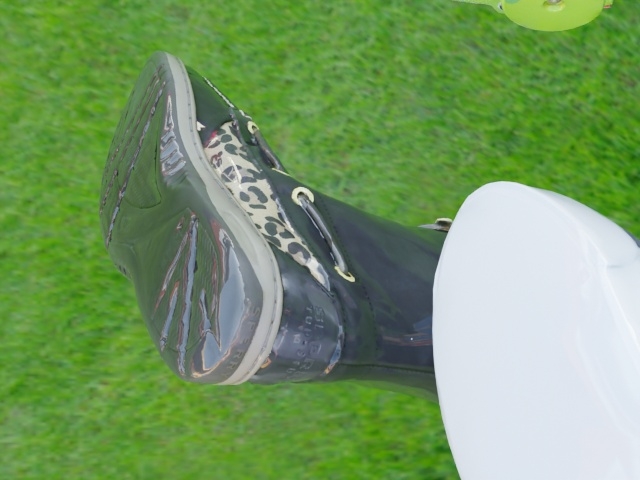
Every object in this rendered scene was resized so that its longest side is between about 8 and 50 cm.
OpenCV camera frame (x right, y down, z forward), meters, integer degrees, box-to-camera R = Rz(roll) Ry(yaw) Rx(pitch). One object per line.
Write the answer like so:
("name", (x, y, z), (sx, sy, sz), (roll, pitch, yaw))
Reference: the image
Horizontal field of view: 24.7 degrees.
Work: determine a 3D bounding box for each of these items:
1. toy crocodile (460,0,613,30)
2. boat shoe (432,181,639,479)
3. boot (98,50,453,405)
("toy crocodile", (0.214, -0.195, 0.931), (0.341, 0.105, 0.115), (-6, 64, 13))
("boat shoe", (0.134, 0.079, 0.444), (0.301, 0.102, 0.108), (51, 130, 52))
("boot", (0.000, 0.000, 1.083), (0.138, 0.284, 0.377), (-66, 27, 19))
